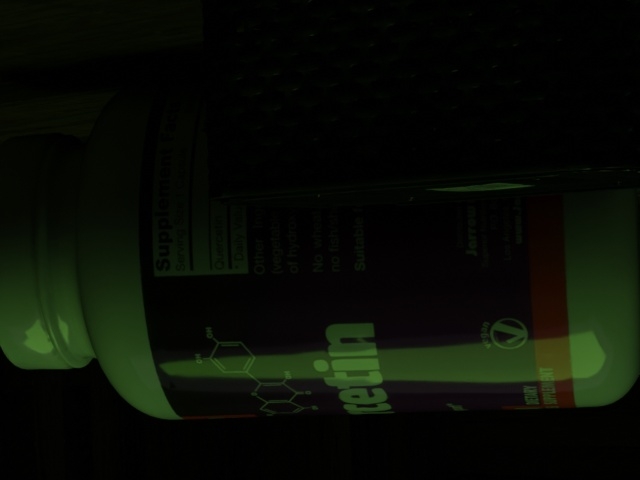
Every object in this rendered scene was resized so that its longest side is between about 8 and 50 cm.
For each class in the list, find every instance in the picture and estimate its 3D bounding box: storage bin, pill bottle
[{"bbox_3d":[0.055,-0.059,0.714,0.180,0.084,0.122,-3,178,33],"label":"storage bin"},{"bbox_3d":[0.000,0.000,0.955,0.323,0.181,0.181,-3,178,10],"label":"pill bottle"}]

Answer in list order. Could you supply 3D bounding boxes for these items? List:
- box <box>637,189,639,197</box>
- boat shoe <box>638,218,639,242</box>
[{"bbox_3d":[0.179,-0.059,1.304,0.231,0.056,0.183,-1,177,-43],"label":"box"},{"bbox_3d":[0.062,-0.021,1.109,0.367,0.136,0.156,13,146,1],"label":"boat shoe"}]
